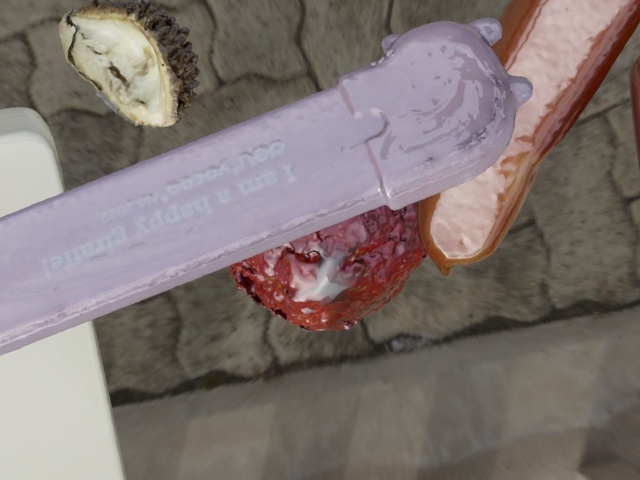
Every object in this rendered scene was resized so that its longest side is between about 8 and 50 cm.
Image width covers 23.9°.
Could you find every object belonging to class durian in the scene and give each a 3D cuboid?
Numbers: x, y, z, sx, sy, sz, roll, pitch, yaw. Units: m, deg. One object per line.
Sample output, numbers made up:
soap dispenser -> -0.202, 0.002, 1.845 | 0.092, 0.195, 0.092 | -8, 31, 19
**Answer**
durian -> -0.118, -0.121, 0.974 | 0.130, 0.052, 0.066 | 45, 111, 29

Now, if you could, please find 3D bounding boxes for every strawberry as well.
strawberry -> 0.000, 0.000, 1.718 | 0.274, 0.274, 0.220 | 6, 49, 1

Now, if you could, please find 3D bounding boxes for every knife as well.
knife -> -0.085, 0.000, 0.718 | 0.399, 0.038, 0.132 | -23, 62, 1

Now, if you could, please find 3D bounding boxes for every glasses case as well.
glasses case -> -0.213, 0.074, 0.996 | 0.131, 0.070, 0.312 | -14, 114, -12

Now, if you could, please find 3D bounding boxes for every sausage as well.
sausage -> 0.143, -0.107, 1.035 | 0.083, 0.089, 0.300 | 24, 115, -11

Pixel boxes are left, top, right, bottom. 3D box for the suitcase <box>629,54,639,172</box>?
suitcase -> 0.430, -0.075, 1.347 | 0.161, 0.297, 0.236 | -33, 128, -23
